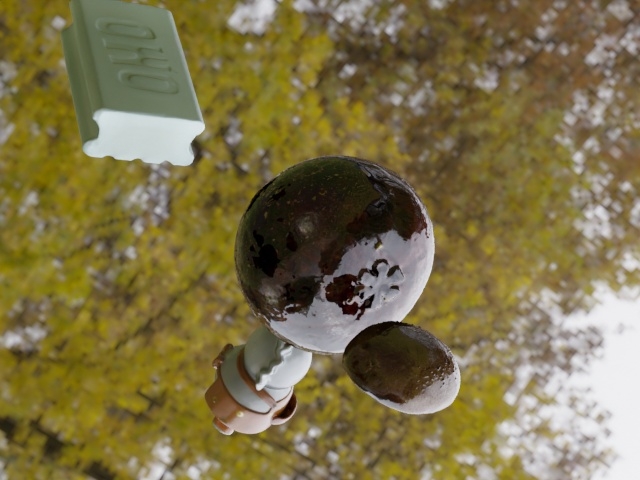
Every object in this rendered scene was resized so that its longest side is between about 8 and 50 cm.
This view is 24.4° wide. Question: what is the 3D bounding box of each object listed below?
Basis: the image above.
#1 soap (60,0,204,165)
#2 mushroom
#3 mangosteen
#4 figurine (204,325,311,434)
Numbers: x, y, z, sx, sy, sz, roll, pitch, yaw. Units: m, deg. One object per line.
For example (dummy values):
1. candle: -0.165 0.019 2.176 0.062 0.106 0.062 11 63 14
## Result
1. soap: -0.270 -0.229 2.101 0.265 0.159 0.088 -109 -146 -43
2. mushroom: 0.083 0.137 1.546 0.127 0.127 0.087 -112 -149 -61
3. mangosteen: 0.000 0.000 1.716 0.235 0.235 0.261 -54 -142 2
4. figurine: -0.089 0.188 2.198 0.143 0.143 0.271 -90 -167 -51
